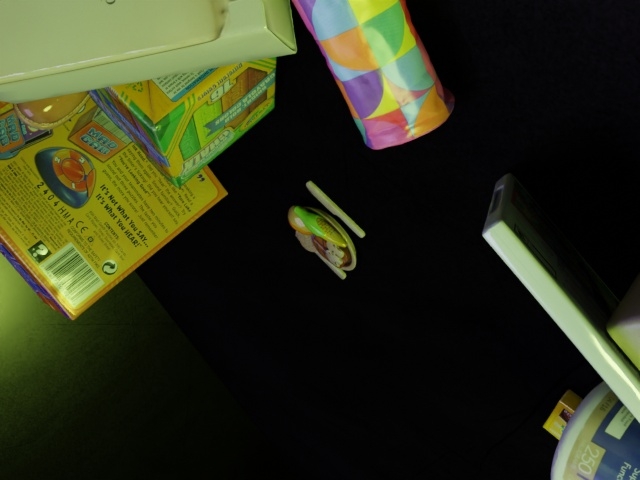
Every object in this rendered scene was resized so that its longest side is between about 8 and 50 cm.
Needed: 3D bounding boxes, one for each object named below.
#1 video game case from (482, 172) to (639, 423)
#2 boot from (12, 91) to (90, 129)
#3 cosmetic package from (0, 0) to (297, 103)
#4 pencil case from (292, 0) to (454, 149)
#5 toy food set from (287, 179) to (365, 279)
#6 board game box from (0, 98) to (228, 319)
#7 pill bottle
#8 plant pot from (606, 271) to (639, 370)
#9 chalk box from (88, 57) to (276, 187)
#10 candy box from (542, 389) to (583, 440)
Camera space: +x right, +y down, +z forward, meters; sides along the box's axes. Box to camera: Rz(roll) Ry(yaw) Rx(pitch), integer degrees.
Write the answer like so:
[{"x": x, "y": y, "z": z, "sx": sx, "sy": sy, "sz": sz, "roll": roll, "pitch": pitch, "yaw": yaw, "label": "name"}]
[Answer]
[{"x": 0.217, "y": 0.040, "z": 0.649, "sx": 0.201, "sy": 0.023, "sz": 0.183, "roll": 49, "pitch": -157, "yaw": -2, "label": "video game case"}, {"x": -0.288, "y": -0.275, "z": 0.906, "sx": 0.109, "sy": 0.283, "sz": 0.220, "roll": 36, "pitch": 168, "yaw": -15, "label": "boot"}, {"x": -0.191, "y": -0.234, "z": 0.696, "sx": 0.113, "sy": 0.310, "sz": 0.160, "roll": -16, "pitch": -82, "yaw": -77, "label": "cosmetic package"}, {"x": 0.037, "y": -0.199, "z": 0.659, "sx": 0.104, "sy": 0.104, "sz": 0.236, "roll": 16, "pitch": 139, "yaw": 54, "label": "pencil case"}, {"x": 0.000, "y": 0.000, "z": 1.137, "sx": 0.132, "sy": 0.038, "sz": 0.192, "roll": 43, "pitch": 158, "yaw": 13, "label": "toy food set"}, {"x": -0.466, "y": -0.116, "z": 1.394, "sx": 0.356, "sy": 0.356, "sz": 0.356, "roll": 55, "pitch": 158, "yaw": -18, "label": "board game box"}, {"x": 0.370, "y": 0.250, "z": 0.701, "sx": 0.265, "sy": 0.153, "sz": 0.153, "roll": 26, "pitch": 149, "yaw": 43, "label": "pill bottle"}, {"x": 0.311, "y": 0.064, "z": 0.574, "sx": 0.109, "sy": 0.109, "sz": 0.096, "roll": 50, "pitch": 146, "yaw": -3, "label": "plant pot"}, {"x": -0.175, "y": -0.199, "z": 0.918, "sx": 0.179, "sy": 0.180, "sz": 0.289, "roll": 46, "pitch": 170, "yaw": 6, "label": "chalk box"}, {"x": 0.372, "y": 0.273, "z": 0.907, "sx": 0.206, "sy": 0.027, "sz": 0.105, "roll": 39, "pitch": 160, "yaw": 24, "label": "candy box"}]
